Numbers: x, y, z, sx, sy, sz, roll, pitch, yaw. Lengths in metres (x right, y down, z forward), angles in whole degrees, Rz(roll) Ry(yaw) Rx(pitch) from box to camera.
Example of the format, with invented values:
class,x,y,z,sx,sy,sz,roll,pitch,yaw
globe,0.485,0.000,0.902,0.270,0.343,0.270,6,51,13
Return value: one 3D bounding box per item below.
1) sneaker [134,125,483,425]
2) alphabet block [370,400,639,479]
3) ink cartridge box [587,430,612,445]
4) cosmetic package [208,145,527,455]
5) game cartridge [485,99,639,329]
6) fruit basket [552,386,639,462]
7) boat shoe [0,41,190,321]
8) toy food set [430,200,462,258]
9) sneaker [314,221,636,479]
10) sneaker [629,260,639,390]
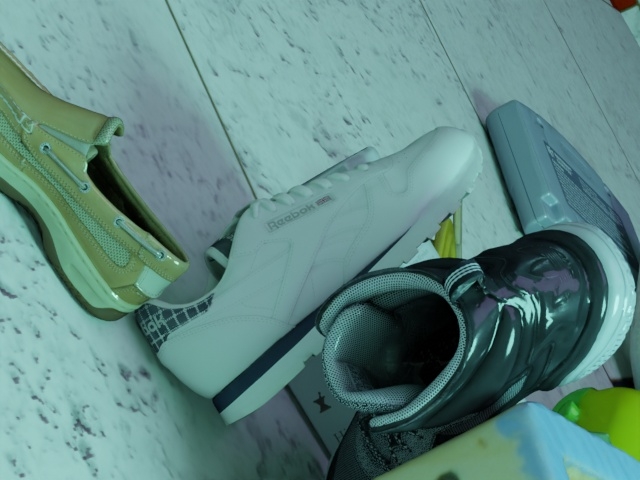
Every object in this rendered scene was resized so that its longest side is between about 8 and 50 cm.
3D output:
class,x,y,z,sx,sy,sz,roll,pitch,yaw
sneaker,0.000,0.000,0.950,0.095,0.235,0.090,45,-21,4
alphabet block,0.098,0.227,0.872,0.193,0.197,0.192,33,34,-49
ink cartridge box,0.173,0.223,1.189,0.212,0.093,0.154,18,45,-61
cosmetic package,0.038,0.067,1.062,0.231,0.117,0.085,57,20,-3
game cartridge,0.289,-0.032,1.840,0.294,0.060,0.196,37,34,-45
fruit basket,0.354,0.278,1.387,0.392,0.392,0.283,-74,172,-62
boat shoe,-0.138,-0.050,0.882,0.190,0.072,0.068,54,22,-12
toy food set,0.062,0.049,1.216,0.218,0.071,0.128,-73,163,-54
sneaker,0.045,0.087,0.909,0.153,0.268,0.101,-1,51,-43
sneaker,0.420,0.085,1.787,0.108,0.121,0.302,38,52,-45
